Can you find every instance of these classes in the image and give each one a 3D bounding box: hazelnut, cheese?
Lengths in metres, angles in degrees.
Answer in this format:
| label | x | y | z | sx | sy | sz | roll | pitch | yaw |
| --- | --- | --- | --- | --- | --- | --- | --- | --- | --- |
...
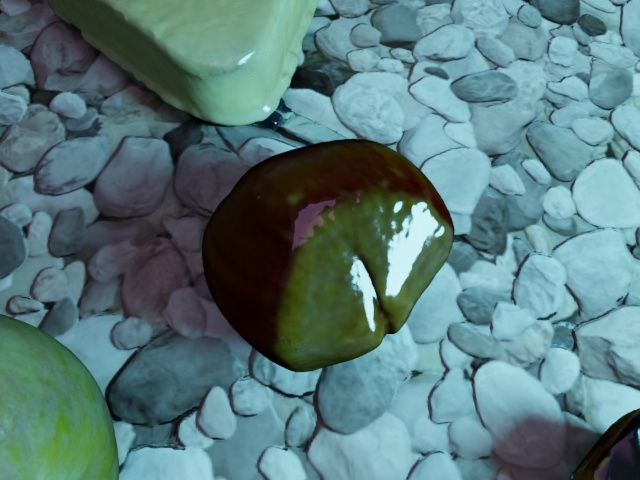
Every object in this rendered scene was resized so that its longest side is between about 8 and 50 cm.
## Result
| label | x | y | z | sx | sy | sz | roll | pitch | yaw |
| --- | --- | --- | --- | --- | --- | --- | --- | --- | --- |
| hazelnut | 0.001 | 0.002 | 0.454 | 0.212 | 0.181 | 0.181 | -30 | 97 | -12 |
| cheese | -0.140 | -0.288 | 0.599 | 0.385 | 0.104 | 0.383 | 0 | 60 | 1 |

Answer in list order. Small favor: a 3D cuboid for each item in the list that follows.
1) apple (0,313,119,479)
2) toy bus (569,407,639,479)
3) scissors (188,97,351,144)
| label | x | y | z | sx | sy | sz | roll | pitch | yaw |
| --- | --- | --- | --- | --- | --- | --- | --- | --- | --- |
| apple | -0.267 | 0.168 | 0.317 | 0.234 | 0.256 | 0.256 | 8 | 65 | 8 |
| toy bus | 0.359 | 0.300 | 0.347 | 0.093 | 0.092 | 0.409 | -38 | 71 | -19 |
| scissors | -0.031 | -0.136 | 0.584 | 0.300 | 0.022 | 0.109 | 29 | 66 | 16 |
